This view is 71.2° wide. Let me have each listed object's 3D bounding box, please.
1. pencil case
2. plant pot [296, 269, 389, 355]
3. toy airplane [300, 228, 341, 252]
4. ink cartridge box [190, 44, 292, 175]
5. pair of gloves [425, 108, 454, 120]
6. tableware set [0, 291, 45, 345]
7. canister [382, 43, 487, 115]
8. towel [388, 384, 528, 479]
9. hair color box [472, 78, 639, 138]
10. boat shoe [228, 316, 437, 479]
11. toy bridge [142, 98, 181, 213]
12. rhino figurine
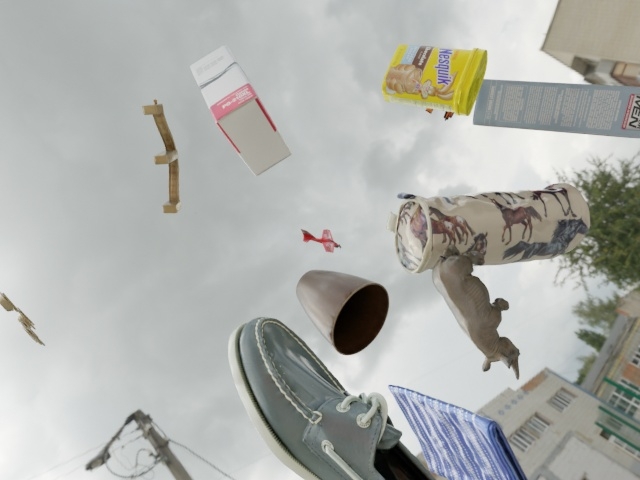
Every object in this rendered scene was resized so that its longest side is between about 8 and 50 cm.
[{"bbox_3d":[0.354,-0.034,0.942,0.409,0.184,0.160,-6,-53,-16],"label":"pencil case"},{"bbox_3d":[0.041,0.174,1.282,0.215,0.230,0.216,-20,-58,-35],"label":"plant pot"},{"bbox_3d":[0.000,0.000,1.452,0.151,0.151,0.028,-3,-51,-47],"label":"toy airplane"},{"bbox_3d":[-0.174,-0.285,0.975,0.100,0.237,0.172,-31,-38,3],"label":"ink cartridge box"},{"bbox_3d":[0.335,-0.374,1.227,0.083,0.010,0.074,22,-80,-8],"label":"pair of gloves"},{"bbox_3d":[-0.647,0.156,0.954,0.020,0.168,0.141,-42,-56,-29],"label":"tableware set"},{"bbox_3d":[0.218,-0.314,0.863,0.126,0.169,0.073,-66,-26,-13],"label":"canister"},{"bbox_3d":[0.278,0.427,0.907,0.040,0.336,0.243,-30,-84,-23],"label":"towel"},{"bbox_3d":[0.578,-0.328,1.104,0.185,0.373,0.114,-40,-42,-65],"label":"hair color box"},{"bbox_3d":[0.042,0.177,0.395,0.099,0.319,0.116,-49,-21,20],"label":"boat shoe"},{"bbox_3d":[-0.265,-0.145,0.770,0.026,0.063,0.188,-3,-69,2],"label":"toy bridge"},{"bbox_3d":[0.265,0.123,0.747,0.106,0.244,0.073,-23,-7,-47],"label":"rhino figurine"}]
